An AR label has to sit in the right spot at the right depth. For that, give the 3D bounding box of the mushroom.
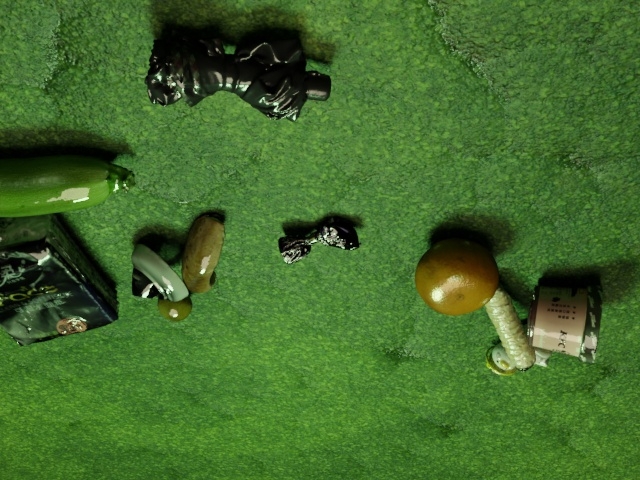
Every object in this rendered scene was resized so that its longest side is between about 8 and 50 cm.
[{"bbox_3d":[-0.228,0.037,1.870,0.072,0.094,0.210,8,150,-8],"label":"mushroom"}]

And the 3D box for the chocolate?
[{"bbox_3d":[-0.002,-0.002,1.815,0.147,0.070,0.072,-18,130,15],"label":"chocolate"}]

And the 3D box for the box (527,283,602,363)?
[{"bbox_3d":[0.470,0.153,1.892,0.135,0.151,0.151,8,147,13],"label":"box"}]

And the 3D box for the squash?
[{"bbox_3d":[-0.517,-0.095,1.703,0.394,0.107,0.107,-1,145,9],"label":"squash"}]

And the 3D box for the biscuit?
[{"bbox_3d":[0.375,0.170,1.943,0.219,0.055,0.061,60,164,-25],"label":"biscuit"}]

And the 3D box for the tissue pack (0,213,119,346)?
[{"bbox_3d":[-0.572,0.084,1.934,0.245,0.123,0.332,-15,142,7],"label":"tissue pack"}]

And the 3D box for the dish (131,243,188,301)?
[{"bbox_3d":[-0.332,0.083,1.898,0.141,0.078,0.141,38,160,16],"label":"dish"}]

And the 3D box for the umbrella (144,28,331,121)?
[{"bbox_3d":[-0.118,-0.244,1.433,0.272,0.122,0.110,7,-171,-8],"label":"umbrella"}]

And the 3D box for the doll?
[{"bbox_3d":[0.422,0.230,2.063,0.129,0.081,0.207,39,139,-12],"label":"doll"}]

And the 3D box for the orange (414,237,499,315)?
[{"bbox_3d":[0.251,0.064,1.809,0.156,0.124,0.156,-2,130,-2],"label":"orange"}]

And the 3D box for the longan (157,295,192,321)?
[{"bbox_3d":[-0.307,0.132,2.045,0.083,0.075,0.075,31,171,48],"label":"longan"}]
